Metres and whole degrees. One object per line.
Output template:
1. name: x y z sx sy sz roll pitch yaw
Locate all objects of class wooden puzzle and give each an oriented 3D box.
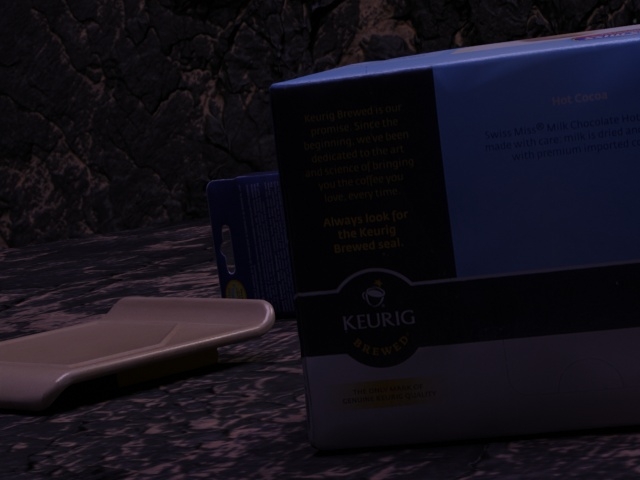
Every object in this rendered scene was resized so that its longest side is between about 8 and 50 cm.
1. wooden puzzle: -0.188 0.096 1.603 0.239 0.044 0.221 -18 11 -41

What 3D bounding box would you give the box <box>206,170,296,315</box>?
1. box: 0.000 0.000 1.808 0.225 0.136 0.036 -4 7 34

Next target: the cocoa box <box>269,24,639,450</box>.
1. cocoa box: 0.170 -0.015 1.226 0.347 0.228 0.231 -6 5 15
